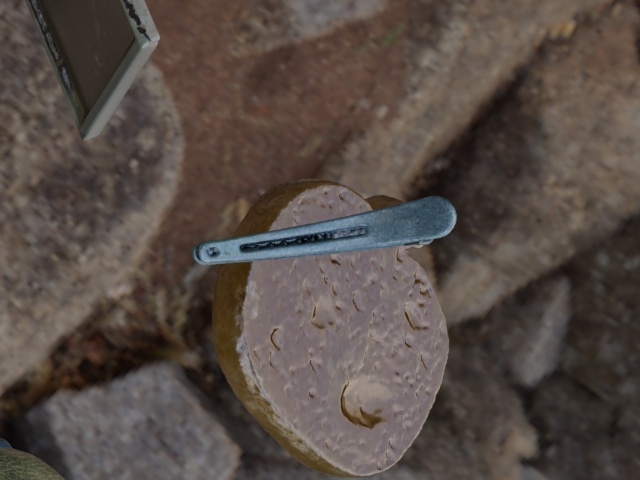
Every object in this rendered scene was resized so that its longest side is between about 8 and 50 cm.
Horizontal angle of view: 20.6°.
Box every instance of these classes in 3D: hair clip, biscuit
[{"bbox_3d":[0.000,0.000,1.521,0.230,0.070,0.039,-10,86,-14],"label":"hair clip"},{"bbox_3d":[0.020,0.081,1.921,0.367,0.063,0.314,49,56,-39],"label":"biscuit"}]

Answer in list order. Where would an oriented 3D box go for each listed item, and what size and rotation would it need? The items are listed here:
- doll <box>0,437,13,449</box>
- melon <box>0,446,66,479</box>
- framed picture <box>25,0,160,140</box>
[{"bbox_3d":[-0.375,0.258,1.962,0.083,0.050,0.076,-52,158,-12],"label":"doll"},{"bbox_3d":[-0.319,0.351,1.638,0.249,0.249,0.329,10,65,-45],"label":"melon"},{"bbox_3d":[-0.207,-0.241,1.344,0.016,0.289,0.213,-20,171,-24],"label":"framed picture"}]
